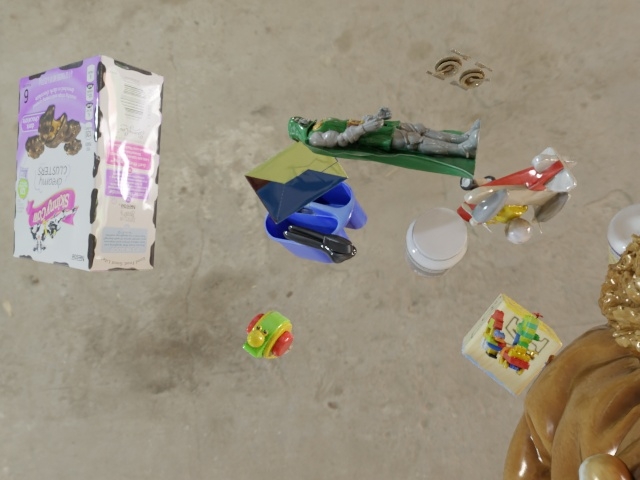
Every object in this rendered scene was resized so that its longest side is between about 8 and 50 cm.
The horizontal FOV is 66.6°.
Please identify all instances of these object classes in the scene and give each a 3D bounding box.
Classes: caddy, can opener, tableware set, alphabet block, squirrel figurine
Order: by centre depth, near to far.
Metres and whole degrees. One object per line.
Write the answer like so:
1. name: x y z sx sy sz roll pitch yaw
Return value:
1. squirrel figurine: 0.305 0.148 0.396 0.280 0.370 0.398 15 90 30
2. can opener: 0.000 0.000 1.139 0.186 0.059 0.073 19 125 28
3. alphabet block: 0.553 0.297 1.433 0.193 0.192 0.197 38 104 12
4. caddy: -0.022 -0.074 1.531 0.341 0.179 0.242 9 65 41
5. tableware set: 0.464 -0.548 1.613 0.194 0.128 0.039 13 65 -27

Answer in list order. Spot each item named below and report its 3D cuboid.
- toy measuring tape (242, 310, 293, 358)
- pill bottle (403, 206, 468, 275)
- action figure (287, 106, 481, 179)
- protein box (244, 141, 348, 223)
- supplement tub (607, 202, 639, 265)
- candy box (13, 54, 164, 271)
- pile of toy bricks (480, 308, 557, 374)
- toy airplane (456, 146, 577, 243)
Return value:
1. toy measuring tape: -0.112 0.250 1.304 0.121 0.330 0.122 -3 78 14
2. pill bottle: 0.407 0.011 1.729 0.210 0.363 0.211 -1 78 7
3. action figure: 0.068 -0.123 0.579 0.232 0.137 0.064 7 116 16
4. protein box: -0.060 -0.151 1.192 0.199 0.201 0.136 -33 96 -1
5. supplement tub: 1.118 0.055 1.661 0.240 0.241 0.331 -23 134 13
6. candy box: -0.245 -0.072 0.506 0.164 0.070 0.197 4 92 36
7. pile of toy bricks: 0.369 0.177 0.881 0.117 0.212 0.105 21 92 7
8. toy airplane: 0.652 -0.128 1.586 0.385 0.384 0.273 -8 81 11
